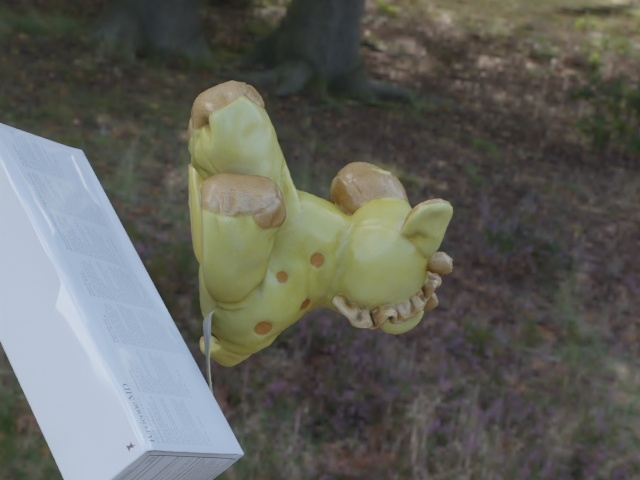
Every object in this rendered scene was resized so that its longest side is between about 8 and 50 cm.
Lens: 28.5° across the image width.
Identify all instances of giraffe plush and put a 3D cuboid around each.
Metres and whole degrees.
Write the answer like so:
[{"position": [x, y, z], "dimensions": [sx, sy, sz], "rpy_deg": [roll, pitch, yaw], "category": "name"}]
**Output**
[{"position": [0.000, 0.000, 0.874], "dimensions": [0.171, 0.210, 0.181], "rpy_deg": [-3, -10, -9], "category": "giraffe plush"}]

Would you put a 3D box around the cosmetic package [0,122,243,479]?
[{"position": [-0.144, 0.041, 0.744], "dimensions": [0.239, 0.060, 0.099], "rpy_deg": [59, 17, 25], "category": "cosmetic package"}]
